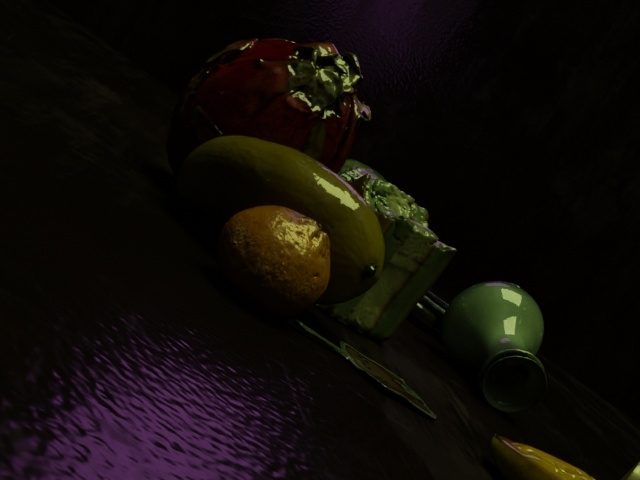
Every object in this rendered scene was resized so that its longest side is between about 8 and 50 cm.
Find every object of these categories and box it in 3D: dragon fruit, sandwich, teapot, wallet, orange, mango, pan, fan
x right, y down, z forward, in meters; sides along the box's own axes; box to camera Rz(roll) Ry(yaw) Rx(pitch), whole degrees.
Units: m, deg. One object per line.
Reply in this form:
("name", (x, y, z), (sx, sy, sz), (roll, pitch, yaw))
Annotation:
("dragon fruit", (-0.086, -0.164, 1.525), (0.277, 0.277, 0.342), (35, -27, -15))
("sandwich", (0.057, 0.001, 1.506), (0.155, 0.198, 0.227), (31, 8, -40))
("teapot", (0.307, 0.187, 1.740), (0.183, 0.183, 0.251), (35, 18, -14))
("wallet", (0.269, 0.174, 2.028), (0.222, 0.036, 0.167), (37, -11, 29))
("orange", (-0.050, 0.018, 1.142), (0.135, 0.117, 0.135), (34, -1, 1))
("mango", (-0.057, -0.038, 1.302), (0.331, 0.142, 0.195), (33, -37, 23))
("pan", (0.153, 0.118, 1.952), (0.115, 0.040, 0.212), (34, 2, 37))
("mango", (0.256, 0.275, 1.147), (0.101, 0.066, 0.187), (20, 10, -44))
("fan", (0.049, 0.148, 1.217), (0.220, 0.009, 0.132), (34, 3, -30))

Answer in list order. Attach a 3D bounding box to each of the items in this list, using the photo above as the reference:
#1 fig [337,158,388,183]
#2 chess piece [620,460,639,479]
("fig", (0.037, -0.077, 2.073), (0.203, 0.203, 0.235), (38, 8, 17))
("chess piece", (0.469, 0.389, 1.376), (0.170, 0.094, 0.094), (43, 8, 21))
